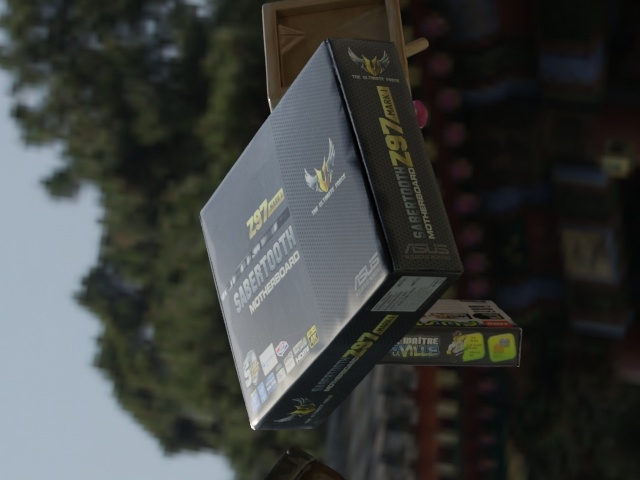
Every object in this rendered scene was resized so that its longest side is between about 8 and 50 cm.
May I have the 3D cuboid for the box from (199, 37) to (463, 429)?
[{"bbox_3d":[0.000,0.000,1.367,0.059,0.232,0.183,2,-121,-29],"label":"box"}]

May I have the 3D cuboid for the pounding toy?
[{"bbox_3d":[0.025,-0.139,1.607,0.100,0.130,0.141,79,-175,-48],"label":"pounding toy"}]

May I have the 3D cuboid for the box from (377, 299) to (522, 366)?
[{"bbox_3d":[0.065,0.080,1.764,0.114,0.207,0.036,-127,39,-76],"label":"box"}]

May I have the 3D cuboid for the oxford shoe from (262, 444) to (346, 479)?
[{"bbox_3d":[-0.043,0.284,1.641,0.227,0.096,0.083,-56,-15,-16],"label":"oxford shoe"}]

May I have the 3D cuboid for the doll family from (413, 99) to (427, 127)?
[{"bbox_3d":[-0.001,-0.033,1.866,0.118,0.163,0.263,-113,37,-45],"label":"doll family"}]
